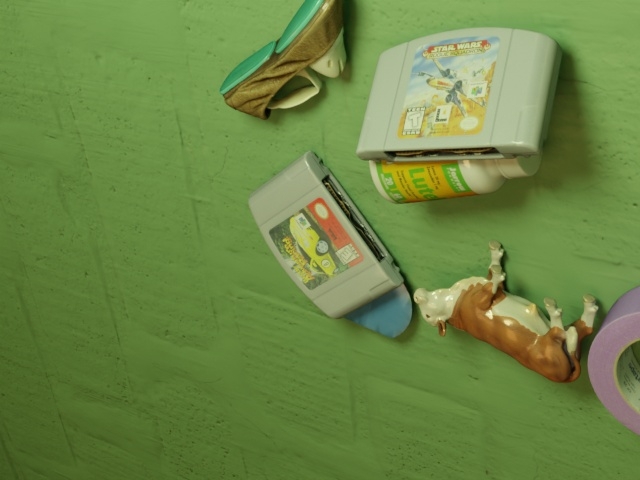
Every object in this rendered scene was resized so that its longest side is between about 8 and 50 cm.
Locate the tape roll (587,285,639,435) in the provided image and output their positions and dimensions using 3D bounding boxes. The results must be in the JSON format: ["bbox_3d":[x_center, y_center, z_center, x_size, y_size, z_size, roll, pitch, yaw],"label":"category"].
[{"bbox_3d":[0.569,0.200,1.518,0.274,0.090,0.275,19,130,23],"label":"tape roll"}]

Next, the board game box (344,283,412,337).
[{"bbox_3d":[0.103,0.104,1.826,0.168,0.033,0.133,21,124,21],"label":"board game box"}]

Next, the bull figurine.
[{"bbox_3d":[0.313,0.122,1.636,0.310,0.101,0.188,28,132,17],"label":"bull figurine"}]

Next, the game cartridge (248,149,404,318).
[{"bbox_3d":[0.000,0.000,1.781,0.196,0.060,0.294,-33,95,43],"label":"game cartridge"}]

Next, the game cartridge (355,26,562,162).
[{"bbox_3d":[0.197,-0.213,1.410,0.297,0.198,0.062,1,164,37],"label":"game cartridge"}]

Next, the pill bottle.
[{"bbox_3d":[0.209,-0.135,1.492,0.245,0.136,0.136,-6,118,38],"label":"pill bottle"}]

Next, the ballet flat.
[{"bbox_3d":[-0.037,-0.294,1.585,0.124,0.116,0.342,34,140,-19],"label":"ballet flat"}]
